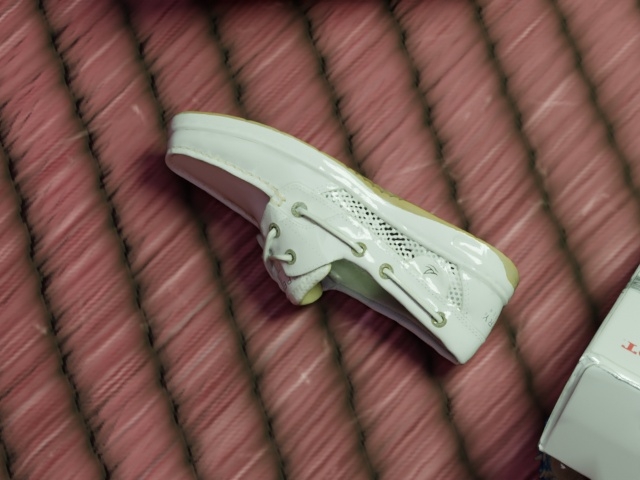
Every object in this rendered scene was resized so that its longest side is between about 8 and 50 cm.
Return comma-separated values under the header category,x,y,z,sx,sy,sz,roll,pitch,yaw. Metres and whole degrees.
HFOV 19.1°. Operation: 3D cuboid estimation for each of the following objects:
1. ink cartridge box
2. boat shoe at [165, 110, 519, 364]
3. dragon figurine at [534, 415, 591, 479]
category,x,y,z,sx,sy,sz,roll,pitch,yaw
ink cartridge box,0.260,0.091,1.260,0.158,0.092,0.218,30,36,11
boat shoe,0.000,0.000,1.353,0.277,0.098,0.096,26,75,9
dragon figurine,0.206,0.259,1.270,0.085,0.144,0.289,-10,92,-2
